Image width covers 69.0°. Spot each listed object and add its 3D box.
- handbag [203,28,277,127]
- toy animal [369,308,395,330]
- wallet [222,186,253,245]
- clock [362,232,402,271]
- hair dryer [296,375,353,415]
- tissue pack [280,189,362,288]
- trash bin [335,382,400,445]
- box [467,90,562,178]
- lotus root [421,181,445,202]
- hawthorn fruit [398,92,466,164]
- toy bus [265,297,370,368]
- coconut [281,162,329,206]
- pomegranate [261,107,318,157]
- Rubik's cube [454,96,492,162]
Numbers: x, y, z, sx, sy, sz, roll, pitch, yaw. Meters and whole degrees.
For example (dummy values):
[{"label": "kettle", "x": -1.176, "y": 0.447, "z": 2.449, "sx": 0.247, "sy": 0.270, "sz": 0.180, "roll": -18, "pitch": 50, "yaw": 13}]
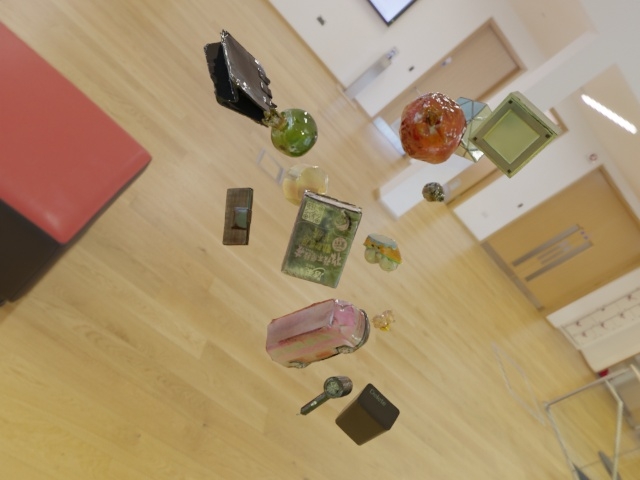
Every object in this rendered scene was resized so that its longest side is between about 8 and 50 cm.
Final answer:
[{"label": "handbag", "x": -0.316, "y": -0.644, "z": 1.907, "sx": 0.329, "sy": 0.122, "sz": 0.303, "roll": 21, "pitch": 48, "yaw": -58}, {"label": "toy animal", "x": 0.291, "y": 0.374, "z": 2.165, "sx": 0.082, "sy": 0.114, "sz": 0.091, "roll": 27, "pitch": 41, "yaw": -59}, {"label": "wallet", "x": -0.326, "y": -0.094, "z": 1.834, "sx": 0.042, "sy": 0.125, "sz": 0.229, "roll": 19, "pitch": 73, "yaw": -60}, {"label": "clock", "x": 0.270, "y": 0.057, "z": 2.048, "sx": 0.103, "sy": 0.144, "sz": 0.231, "roll": -15, "pitch": 28, "yaw": -35}, {"label": "hair dryer", "x": 0.002, "y": 0.534, "z": 1.576, "sx": 0.071, "sy": 0.219, "sz": 0.124, "roll": 58, "pitch": 11, "yaw": 24}, {"label": "tissue pack", "x": 0.000, "y": 0.000, "z": 1.936, "sx": 0.260, "sy": 0.361, "sz": 0.122, "roll": 17, "pitch": 19, "yaw": -1}, {"label": "trash bin", "x": 0.178, "y": 0.700, "z": 1.852, "sx": 0.165, "sy": 0.225, "sz": 0.115, "roll": 41, "pitch": 43, "yaw": 9}, {"label": "box", "x": 0.721, "y": -0.393, "z": 1.735, "sx": 0.225, "sy": 0.225, "sz": 0.117, "roll": 48, "pitch": 38, "yaw": 11}, {"label": "lotus root", "x": 0.456, "y": -0.192, "z": 1.859, "sx": 0.088, "sy": 0.088, "sz": 0.165, "roll": 47, "pitch": 5, "yaw": -12}, {"label": "hawthorn fruit", "x": 0.321, "y": -0.330, "z": 1.337, "sx": 0.207, "sy": 0.208, "sz": 0.243, "roll": 56, "pitch": 12, "yaw": 8}, {"label": "toy bus", "x": -0.015, "y": 0.264, "z": 1.319, "sx": 0.147, "sy": 0.303, "sz": 0.127, "roll": 39, "pitch": 41, "yaw": -31}, {"label": "coconut", "x": -0.065, "y": -0.270, "z": 2.259, "sx": 0.236, "sy": 0.237, "sz": 0.197, "roll": -80, "pitch": 161, "yaw": -60}, {"label": "pomegranate", "x": -0.117, "y": -0.412, "z": 1.719, "sx": 0.225, "sy": 0.187, "sz": 0.186, "roll": 28, "pitch": 33, "yaw": -48}, {"label": "Rubik's cube", "x": 0.706, "y": -0.528, "z": 2.224, "sx": 0.207, "sy": 0.205, "sz": 0.205, "roll": 42, "pitch": 3, "yaw": -35}]
